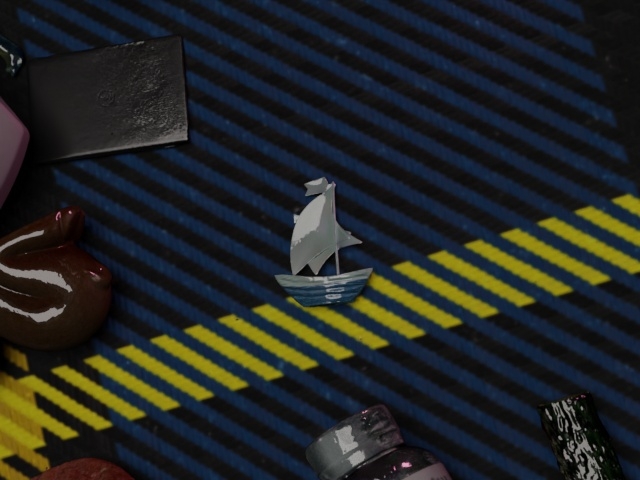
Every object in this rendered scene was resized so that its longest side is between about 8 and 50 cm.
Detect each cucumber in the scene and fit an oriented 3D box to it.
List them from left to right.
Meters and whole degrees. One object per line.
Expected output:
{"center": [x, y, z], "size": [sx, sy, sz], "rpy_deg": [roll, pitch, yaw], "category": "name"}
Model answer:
{"center": [0.304, 0.295, 1.659], "size": [0.068, 0.067, 0.293], "rpy_deg": [-24, 78, 9], "category": "cucumber"}

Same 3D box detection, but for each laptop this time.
{"center": [-0.250, -0.164, 1.900], "size": [0.197, 0.016, 0.135], "rpy_deg": [-7, 78, 12], "category": "laptop"}

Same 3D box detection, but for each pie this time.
{"center": [-0.279, 0.309, 1.762], "size": [0.182, 0.049, 0.182], "rpy_deg": [-16, 35, 12], "category": "pie"}

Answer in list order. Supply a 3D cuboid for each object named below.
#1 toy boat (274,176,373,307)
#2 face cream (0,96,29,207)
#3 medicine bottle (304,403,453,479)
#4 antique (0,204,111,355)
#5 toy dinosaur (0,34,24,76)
{"center": [-0.008, 0.009, 1.798], "size": [0.105, 0.034, 0.149], "rpy_deg": [-27, 76, 6], "category": "toy boat"}
{"center": [-0.531, -0.079, 1.842], "size": [0.357, 0.219, 0.312], "rpy_deg": [-43, 82, -3], "category": "face cream"}
{"center": [0.097, 0.316, 1.668], "size": [0.141, 0.141, 0.293], "rpy_deg": [-33, 74, 7], "category": "medicine bottle"}
{"center": [-0.356, 0.080, 1.836], "size": [0.257, 0.121, 0.143], "rpy_deg": [-26, 85, 2], "category": "antique"}
{"center": [-0.492, -0.334, 1.959], "size": [0.147, 0.076, 0.363], "rpy_deg": [-24, 77, -11], "category": "toy dinosaur"}
